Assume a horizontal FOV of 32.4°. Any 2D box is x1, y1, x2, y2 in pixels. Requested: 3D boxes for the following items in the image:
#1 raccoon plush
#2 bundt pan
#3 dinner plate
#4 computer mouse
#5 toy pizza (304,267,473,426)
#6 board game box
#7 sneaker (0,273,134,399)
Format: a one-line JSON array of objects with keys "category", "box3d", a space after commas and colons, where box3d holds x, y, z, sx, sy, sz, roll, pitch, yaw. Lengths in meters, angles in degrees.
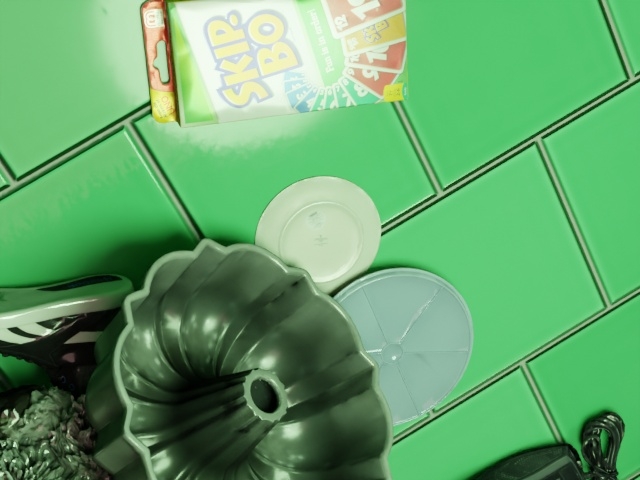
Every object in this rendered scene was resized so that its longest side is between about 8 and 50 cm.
[{"category": "raccoon plush", "box3d": [-0.209, 0.315, 1.035, 0.446, 0.299, 0.216, 8, 126, -7]}, {"category": "bundt pan", "box3d": [-0.088, 0.172, 1.080, 0.331, 0.330, 0.124, 31, 136, -25]}, {"category": "dinner plate", "box3d": [0.000, 0.000, 1.181, 0.141, 0.017, 0.141, -6, 111, -15]}, {"category": "computer mouse", "box3d": [0.257, 0.324, 1.364, 0.272, 0.072, 0.188, -17, 113, -23]}, {"category": "toy pizza", "box3d": [0.076, 0.120, 1.243, 0.201, 0.032, 0.201, -6, 114, -15]}, {"category": "board game box", "box3d": [-0.041, -0.186, 1.086, 0.259, 0.039, 0.124, -8, 112, -11]}, {"category": "sneaker", "box3d": [-0.289, 0.110, 1.099, 0.217, 0.079, 0.121, -7, 111, -16]}]
